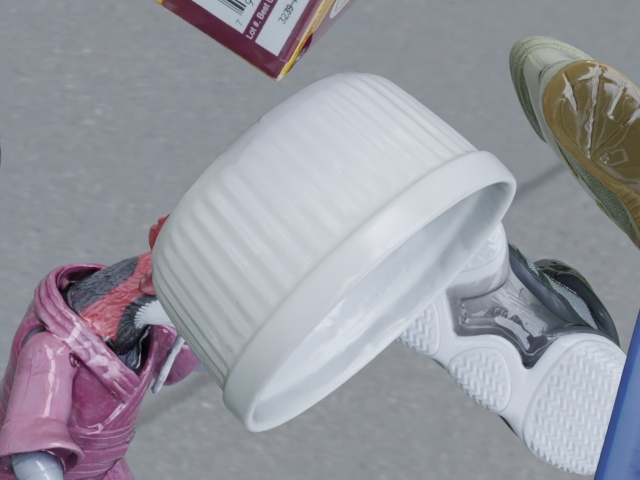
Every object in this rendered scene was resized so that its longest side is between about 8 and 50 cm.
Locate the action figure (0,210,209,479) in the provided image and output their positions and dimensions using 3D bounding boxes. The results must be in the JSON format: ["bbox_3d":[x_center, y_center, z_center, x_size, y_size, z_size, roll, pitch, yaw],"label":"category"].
[{"bbox_3d":[-0.181,0.118,1.313,0.248,0.276,0.370,-28,149,-58],"label":"action figure"}]

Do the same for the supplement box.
[{"bbox_3d":[0.001,-0.171,0.950,0.081,0.104,0.188,34,33,2],"label":"supplement box"}]

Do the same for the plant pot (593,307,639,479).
[{"bbox_3d":[0.204,0.097,0.553,0.236,0.212,0.236,28,77,-68],"label":"plant pot"}]

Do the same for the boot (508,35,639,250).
[{"bbox_3d":[0.211,-0.047,1.250,0.077,0.165,0.213,-42,104,5],"label":"boot"}]

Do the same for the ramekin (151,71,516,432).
[{"bbox_3d":[0.000,0.000,1.060,0.207,0.207,0.109,-38,75,-25],"label":"ramekin"}]

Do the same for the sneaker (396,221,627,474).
[{"bbox_3d":[0.105,0.033,1.236,0.101,0.153,0.268,-43,96,12],"label":"sneaker"}]
